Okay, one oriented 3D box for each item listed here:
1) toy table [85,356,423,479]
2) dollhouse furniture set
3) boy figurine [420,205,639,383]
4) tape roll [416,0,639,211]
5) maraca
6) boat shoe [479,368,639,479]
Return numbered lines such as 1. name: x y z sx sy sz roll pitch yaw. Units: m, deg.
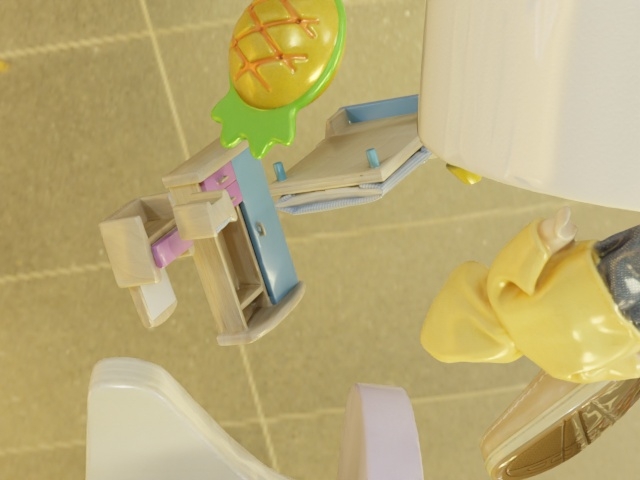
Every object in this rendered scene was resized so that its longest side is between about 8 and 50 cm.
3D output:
1. toy table: -0.038 0.175 0.666 0.161 0.274 0.252 4 105 -4
2. dollhouse furniture set: 0.000 0.000 1.342 0.303 0.286 0.198 -8 110 30
3. boy figurine: 0.203 0.047 1.010 0.285 0.092 0.177 -19 125 44
4. tape roll: 0.191 -0.093 0.681 0.286 0.286 0.100 2 107 -3
5. maraca: -0.041 -0.169 1.289 0.099 0.127 0.185 28 85 -51
6. boat shoe: 0.248 0.095 1.187 0.302 0.098 0.109 -41 151 -6
